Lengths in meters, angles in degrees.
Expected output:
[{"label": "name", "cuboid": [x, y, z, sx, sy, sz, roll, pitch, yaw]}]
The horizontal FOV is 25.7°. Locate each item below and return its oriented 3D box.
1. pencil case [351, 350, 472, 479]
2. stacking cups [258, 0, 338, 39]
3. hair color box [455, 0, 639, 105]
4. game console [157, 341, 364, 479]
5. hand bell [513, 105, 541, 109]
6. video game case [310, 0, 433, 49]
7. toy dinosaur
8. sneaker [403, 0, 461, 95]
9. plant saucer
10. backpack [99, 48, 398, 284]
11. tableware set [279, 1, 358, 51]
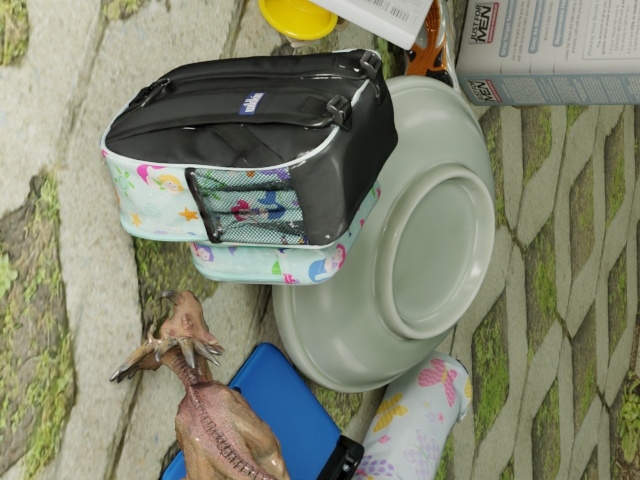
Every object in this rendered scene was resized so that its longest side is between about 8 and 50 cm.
[{"label": "pencil case", "cuboid": [0.124, 0.279, 1.940, 0.124, 0.113, 0.273, 54, 41, -22]}, {"label": "stacking cups", "cuboid": [0.022, -0.373, 1.670, 0.096, 0.096, 0.316, 69, 33, -42]}, {"label": "hair color box", "cuboid": [0.416, -0.319, 2.208, 0.113, 0.374, 0.185, 46, 51, -58]}, {"label": "game console", "cuboid": [-0.085, 0.310, 1.590, 0.293, 0.173, 0.250, -52, 169, -51]}, {"label": "hand bell", "cuboid": [0.345, -0.361, 2.418, 0.242, 0.126, 0.126, 64, 35, -25]}, {"label": "video game case", "cuboid": [0.031, -0.332, 1.571, 0.206, 0.227, 0.026, -66, -177, -39]}, {"label": "toy dinosaur", "cuboid": [-0.101, 0.172, 1.313, 0.127, 0.296, 0.200, -26, 114, -18]}, {"label": "sneaker", "cuboid": [0.161, -0.255, 1.997, 0.121, 0.099, 0.262, -48, 136, -61]}, {"label": "plant saucer", "cuboid": [0.110, 0.005, 1.688, 0.400, 0.100, 0.400, -22, 121, -43]}, {"label": "backpack", "cuboid": [-0.069, -0.075, 1.314, 0.225, 0.253, 0.191, -61, 149, -50]}, {"label": "tableware set", "cuboid": [0.008, -0.234, 1.695, 0.141, 0.020, 0.168, -36, 114, -49]}]
